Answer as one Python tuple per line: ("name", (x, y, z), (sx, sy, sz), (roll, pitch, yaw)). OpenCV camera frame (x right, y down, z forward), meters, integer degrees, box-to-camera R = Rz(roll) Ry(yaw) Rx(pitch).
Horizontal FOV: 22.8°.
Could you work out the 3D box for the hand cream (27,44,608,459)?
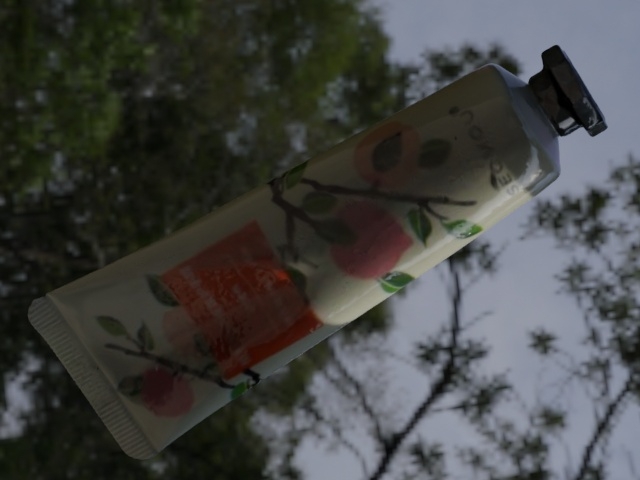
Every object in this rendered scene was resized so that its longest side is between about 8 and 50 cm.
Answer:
("hand cream", (0.000, 0.000, 0.614), (0.080, 0.234, 0.050), (57, 11, -9))
